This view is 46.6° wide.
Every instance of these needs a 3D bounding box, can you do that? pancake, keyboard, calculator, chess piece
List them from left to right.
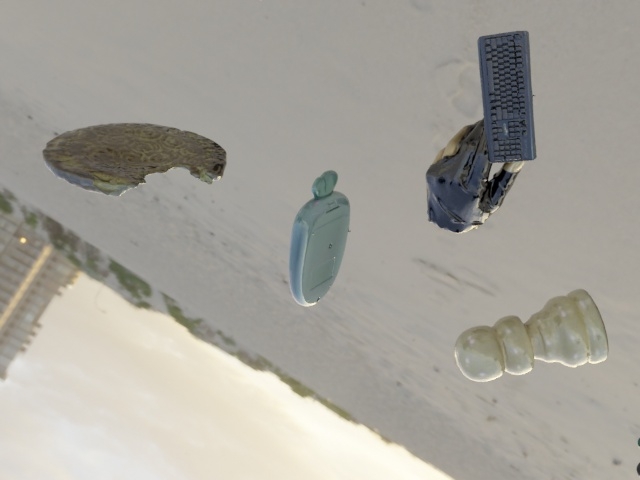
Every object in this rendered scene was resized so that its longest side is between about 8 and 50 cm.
[{"bbox_3d":[-0.298,-0.138,1.226,0.286,0.033,0.288,16,-151,6],"label":"pancake"},{"bbox_3d":[0.000,0.000,1.540,0.041,0.299,0.185,22,-152,29],"label":"calculator"},{"bbox_3d":[0.334,-0.251,1.318,0.093,0.230,0.025,-3,-163,20],"label":"keyboard"},{"bbox_3d":[0.431,0.211,1.570,0.167,0.299,0.167,-14,-90,-87],"label":"chess piece"}]

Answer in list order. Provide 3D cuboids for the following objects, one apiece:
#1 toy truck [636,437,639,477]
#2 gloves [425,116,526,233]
[{"bbox_3d":[0.586,0.394,1.136,0.114,0.124,0.253,50,-177,-25],"label":"toy truck"},{"bbox_3d":[0.345,-0.154,1.660,0.197,0.301,0.152,24,-160,17],"label":"gloves"}]
